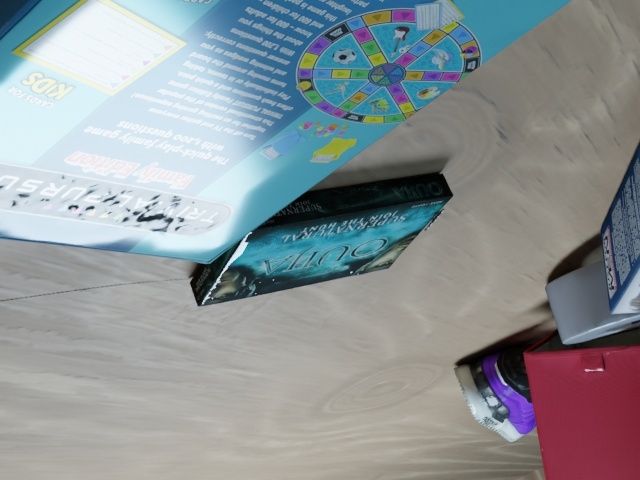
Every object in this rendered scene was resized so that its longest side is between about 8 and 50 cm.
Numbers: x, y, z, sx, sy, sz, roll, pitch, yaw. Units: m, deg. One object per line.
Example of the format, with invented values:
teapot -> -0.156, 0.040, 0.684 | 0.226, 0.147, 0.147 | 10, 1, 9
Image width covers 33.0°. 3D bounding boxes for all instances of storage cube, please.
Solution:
storage cube -> 0.397, 0.208, 1.399 | 0.215, 0.193, 0.183 | -7, -174, 33

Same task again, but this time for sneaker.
sneaker -> 0.306, 0.213, 1.573 | 0.146, 0.102, 0.293 | -29, 158, 15

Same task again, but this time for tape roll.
tape roll -> 0.377, 0.058, 1.258 | 0.219, 0.072, 0.219 | -14, 168, -3

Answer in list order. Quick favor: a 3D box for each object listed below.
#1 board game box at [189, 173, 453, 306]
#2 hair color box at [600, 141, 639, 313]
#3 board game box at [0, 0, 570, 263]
board game box -> 0.000, 0.000, 0.861 | 0.186, 0.026, 0.126 | -10, 155, -30
hair color box -> 0.373, -0.033, 0.985 | 0.173, 0.105, 0.347 | -3, 160, 4
board game box -> -0.032, -0.113, 0.486 | 0.336, 0.079, 0.253 | -34, 156, 28
